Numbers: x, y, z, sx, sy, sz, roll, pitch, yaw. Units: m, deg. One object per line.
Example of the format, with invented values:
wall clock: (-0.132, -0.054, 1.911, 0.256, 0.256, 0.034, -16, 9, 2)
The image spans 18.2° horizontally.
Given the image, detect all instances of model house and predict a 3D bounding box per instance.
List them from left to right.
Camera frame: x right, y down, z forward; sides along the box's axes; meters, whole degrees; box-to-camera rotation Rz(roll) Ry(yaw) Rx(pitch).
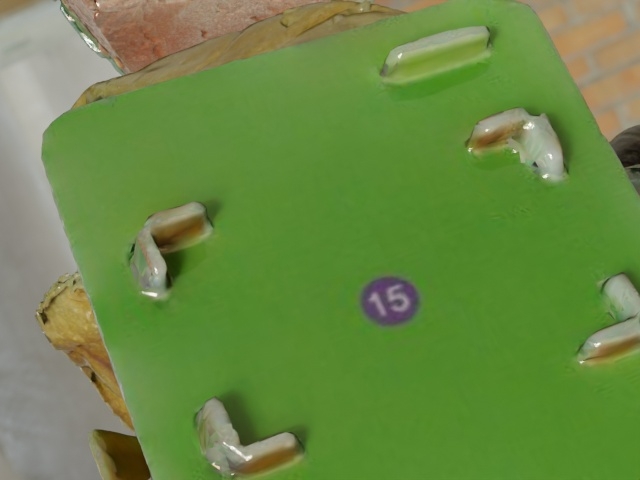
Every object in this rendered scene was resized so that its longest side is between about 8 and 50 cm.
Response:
model house: (0.090, 0.107, 0.818, 0.340, 0.300, 0.324, -17, 149, -12)

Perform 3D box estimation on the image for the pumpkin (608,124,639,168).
pumpkin: (0.237, 0.006, 1.617, 0.107, 0.119, 0.183, -34, 144, -36)

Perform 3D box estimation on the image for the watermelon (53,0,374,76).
watermelon: (-0.169, -0.241, 1.702, 0.319, 0.292, 0.222, -20, 157, -36)

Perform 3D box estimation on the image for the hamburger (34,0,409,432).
hamburger: (-0.002, -0.001, 1.044, 0.285, 0.265, 0.134, -12, -129, 22)
